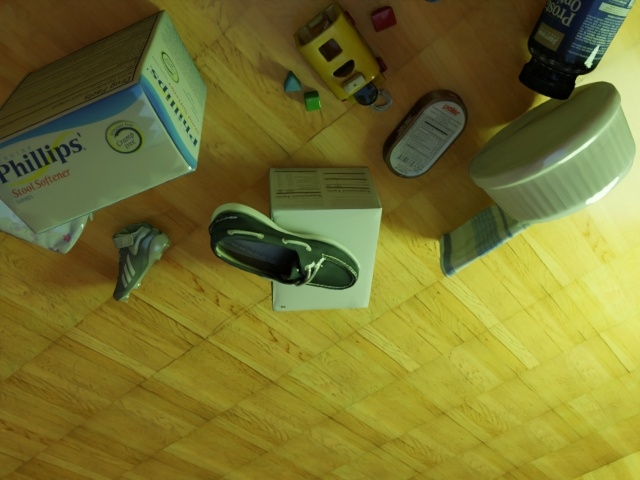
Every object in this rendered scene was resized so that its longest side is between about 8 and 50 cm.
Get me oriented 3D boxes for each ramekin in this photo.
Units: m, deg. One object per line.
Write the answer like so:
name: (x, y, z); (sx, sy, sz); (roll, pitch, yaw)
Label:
ramekin: (0.406, -0.144, 0.976); (0.273, 0.273, 0.127); (-34, 105, 19)

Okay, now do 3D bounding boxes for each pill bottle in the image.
pill bottle: (0.419, -0.350, 0.919); (0.123, 0.123, 0.219); (9, 127, -15)

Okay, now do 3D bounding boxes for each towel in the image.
towel: (0.357, -0.041, 1.124); (0.285, 0.209, 0.034); (-36, 98, 21)

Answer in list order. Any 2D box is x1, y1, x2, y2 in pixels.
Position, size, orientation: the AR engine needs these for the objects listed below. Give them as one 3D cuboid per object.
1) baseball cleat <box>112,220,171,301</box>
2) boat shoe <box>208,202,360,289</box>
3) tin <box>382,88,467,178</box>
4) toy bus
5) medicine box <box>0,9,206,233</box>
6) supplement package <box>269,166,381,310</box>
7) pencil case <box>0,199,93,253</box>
baseball cleat: (-0.399, 0.038, 1.176); (0.109, 0.072, 0.206); (37, 113, -16)
boat shoe: (-0.059, 0.037, 1.006); (0.303, 0.091, 0.114); (19, 125, -19)
tin: (0.199, -0.198, 1.072); (0.106, 0.040, 0.189); (21, 123, -28)
toy bus: (0.047, -0.285, 0.934); (0.202, 0.104, 0.191); (2, 129, -9)
medicine box: (-0.327, -0.186, 0.845); (0.263, 0.289, 0.149); (-20, 129, 9)
supplement package: (0.000, 0.000, 1.137); (0.204, 0.145, 0.262); (-1, 130, -6)
pencil case: (-0.561, -0.078, 1.020); (0.273, 0.113, 0.124); (29, 100, -27)
